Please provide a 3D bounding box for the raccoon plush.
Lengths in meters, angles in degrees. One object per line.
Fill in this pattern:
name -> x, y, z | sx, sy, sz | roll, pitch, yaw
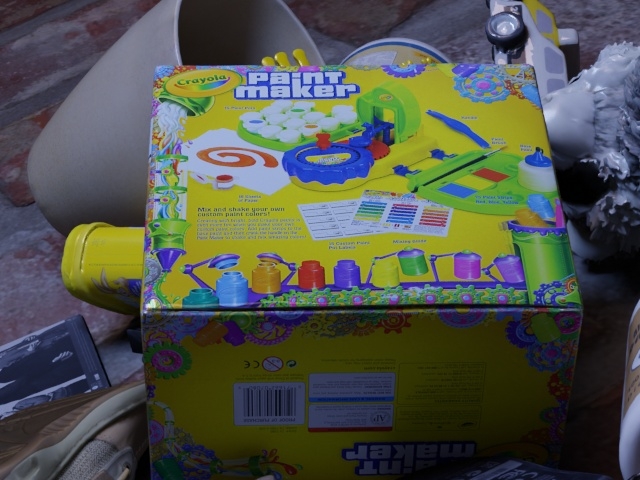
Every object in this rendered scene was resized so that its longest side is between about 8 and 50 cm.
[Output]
raccoon plush -> 0.374, -0.043, 1.458 | 0.299, 0.446, 0.216 | 115, -179, -70

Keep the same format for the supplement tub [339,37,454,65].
supplement tub -> 0.061, -0.093, 1.763 | 0.144, 0.144, 0.199 | -12, 26, 19

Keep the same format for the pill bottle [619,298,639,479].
pill bottle -> 0.270, 0.086, 1.245 | 0.131, 0.131, 0.229 | -12, 25, 18

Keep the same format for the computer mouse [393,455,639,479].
computer mouse -> 0.116, 0.196, 1.166 | 0.188, 0.072, 0.272 | -21, 8, -21

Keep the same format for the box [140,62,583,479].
box -> 0.022, 0.019, 1.349 | 0.290, 0.177, 0.279 | 0, 41, -2

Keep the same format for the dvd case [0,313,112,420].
dvd case -> -0.309, 0.154, 1.673 | 0.239, 0.029, 0.179 | -24, 25, -6

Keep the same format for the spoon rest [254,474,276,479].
spoon rest -> 0.001, 0.266, 1.168 | 0.137, 0.084, 0.276 | -24, 38, -6

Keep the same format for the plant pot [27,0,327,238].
plant pot -> -0.159, -0.104, 1.877 | 0.274, 0.256, 0.256 | -24, 19, 31

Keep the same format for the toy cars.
toy cars -> 0.203, -0.152, 1.727 | 0.087, 0.176, 0.393 | -6, 16, 7

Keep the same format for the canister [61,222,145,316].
canister -> -0.132, 0.028, 1.697 | 0.170, 0.126, 0.073 | 0, 75, 34

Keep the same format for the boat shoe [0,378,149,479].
boat shoe -> -0.208, 0.192, 1.427 | 0.122, 0.110, 0.341 | -16, 6, 22

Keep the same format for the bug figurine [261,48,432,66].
bug figurine -> 0.051, -0.037, 1.579 | 0.216, 0.279, 0.072 | -15, -24, -25

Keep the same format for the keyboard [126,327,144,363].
keyboard -> -0.039, 0.097, 1.519 | 0.317, 0.033, 0.201 | 3, 7, 43
